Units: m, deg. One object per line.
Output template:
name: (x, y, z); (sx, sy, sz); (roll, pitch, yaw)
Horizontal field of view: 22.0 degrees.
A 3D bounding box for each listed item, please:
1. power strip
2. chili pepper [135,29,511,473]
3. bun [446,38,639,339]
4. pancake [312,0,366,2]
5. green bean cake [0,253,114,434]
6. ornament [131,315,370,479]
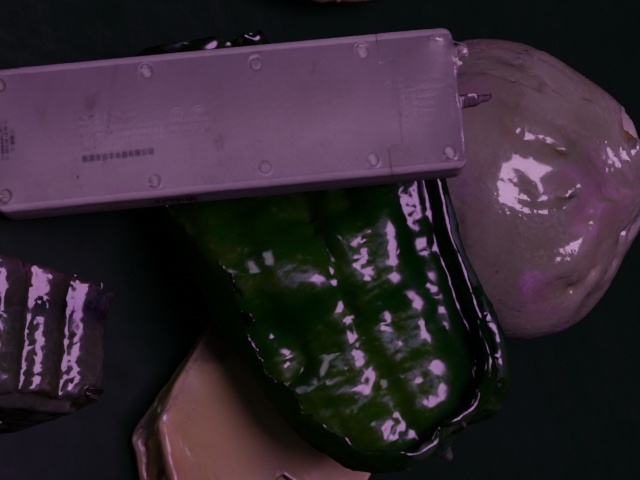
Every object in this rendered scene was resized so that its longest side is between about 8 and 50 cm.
power strip: (-0.060, -0.083, 1.172); (0.367, 0.043, 0.106); (-5, 82, 1)
chili pepper: (0.004, -0.001, 1.262); (0.213, 0.167, 0.385); (-28, 86, -8)
bun: (0.193, -0.057, 1.442); (0.283, 0.179, 0.283); (29, 51, -44)
pancake: (-0.023, -0.383, 1.416); (0.382, 0.071, 0.382); (12, 73, -41)
green bean cake: (-0.245, 0.067, 1.033); (0.181, 0.173, 0.094); (18, 67, -42)
ornament: (-0.057, 0.128, 1.277); (0.201, 0.059, 0.180); (0, 70, -41)
